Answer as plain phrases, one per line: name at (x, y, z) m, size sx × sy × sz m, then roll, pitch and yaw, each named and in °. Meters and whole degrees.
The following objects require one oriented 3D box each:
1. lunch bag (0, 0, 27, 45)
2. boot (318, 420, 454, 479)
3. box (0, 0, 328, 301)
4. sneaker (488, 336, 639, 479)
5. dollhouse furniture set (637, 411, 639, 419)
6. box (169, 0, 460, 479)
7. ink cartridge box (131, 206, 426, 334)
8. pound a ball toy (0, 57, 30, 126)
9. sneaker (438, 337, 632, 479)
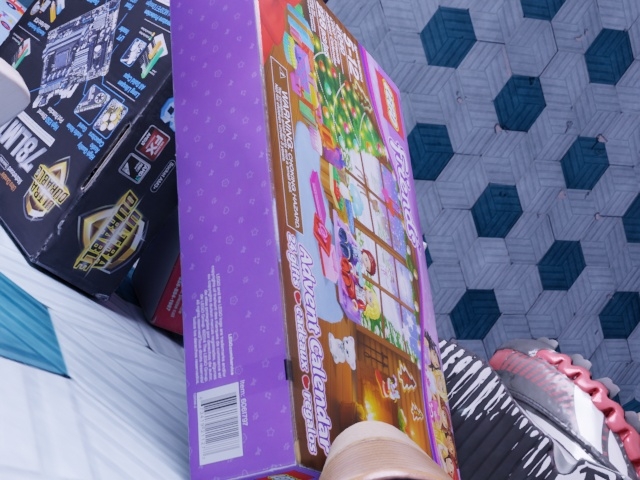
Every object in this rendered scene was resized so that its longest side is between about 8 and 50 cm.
lunch bag at (-0.408, -0.216, 1.006) m, size 0.221 × 0.138 × 0.293 m, roll 39°, pitch 8°, yaw -22°
boot at (0.093, 0.179, 0.339) m, size 0.248 × 0.090 × 0.207 m, roll 38°, pitch 12°, yaw -13°
box at (-0.146, -0.141, 0.737) m, size 0.073 × 0.293 × 0.295 m, roll 36°, pitch -1°, yaw -38°
sneaker at (0.193, 0.192, 0.751) m, size 0.276 × 0.135 × 0.098 m, roll 57°, pitch -21°, yaw 33°
dollhouse furniture set at (0.167, 0.162, 0.966) m, size 0.355 × 0.174 × 0.303 m, roll 36°, pitch -1°, yaw 2°
box at (0.000, 0.000, 0.546) m, size 0.201 × 0.057 × 0.293 m, roll 36°, pitch 42°, yaw -56°
ink cartridge box at (-0.035, 0.018, 0.765) m, size 0.176 × 0.128 × 0.127 m, roll 22°, pitch 4°, yaw -20°
pound a ball toy at (-0.202, -0.063, 0.253) m, size 0.208 × 0.135 × 0.319 m, roll 62°, pitch 5°, yaw 10°
sneaker at (0.127, 0.182, 0.621) m, size 0.330 × 0.122 × 0.146 m, roll 35°, pitch -19°, yaw 42°
